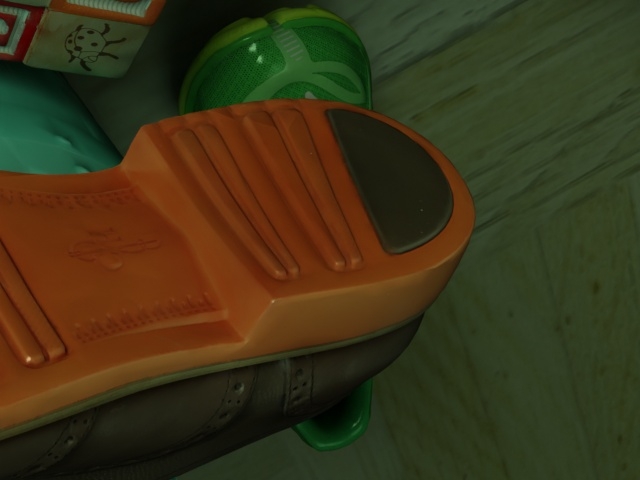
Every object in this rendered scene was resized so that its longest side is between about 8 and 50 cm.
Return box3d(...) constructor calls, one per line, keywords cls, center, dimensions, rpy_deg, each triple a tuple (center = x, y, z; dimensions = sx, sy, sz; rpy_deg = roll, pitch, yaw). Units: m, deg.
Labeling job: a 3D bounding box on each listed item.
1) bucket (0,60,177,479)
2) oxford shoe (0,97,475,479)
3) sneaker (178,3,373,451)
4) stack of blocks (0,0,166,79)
box3d(cls="bucket", center=(-0.191, 0.036, 0.690), dimensions=(0.281, 0.183, 0.281), rpy_deg=(-18, 136, -18))
box3d(cls="oxford shoe", center=(-0.116, 0.049, 0.519), dimensions=(0.363, 0.130, 0.133), rpy_deg=(-8, 138, -27))
box3d(cls="sneaker", center=(0.000, 0.000, 0.827), dimensions=(0.109, 0.123, 0.295), rpy_deg=(-22, 137, -14))
box3d(cls="stack of blocks", center=(-0.105, -0.177, 0.500), dimensions=(0.171, 0.087, 0.297), rpy_deg=(8, 151, -22))
